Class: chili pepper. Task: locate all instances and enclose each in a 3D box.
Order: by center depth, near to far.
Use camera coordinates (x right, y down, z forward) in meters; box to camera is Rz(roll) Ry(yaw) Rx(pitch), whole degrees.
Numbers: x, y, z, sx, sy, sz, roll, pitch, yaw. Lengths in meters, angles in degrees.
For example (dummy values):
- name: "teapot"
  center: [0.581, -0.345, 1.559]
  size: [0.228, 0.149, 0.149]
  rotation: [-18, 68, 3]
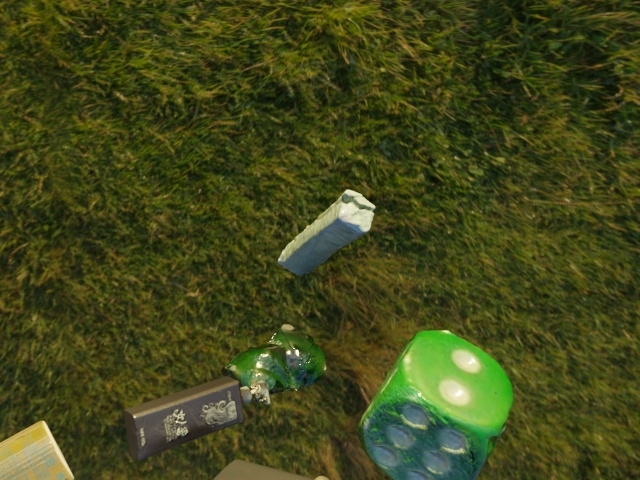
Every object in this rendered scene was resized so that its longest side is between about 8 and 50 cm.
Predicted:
- name: "chili pepper"
  center: [-0.088, 0.291, 1.547]
  size: [0.264, 0.148, 0.116]
  rotation: [-4, 115, -38]

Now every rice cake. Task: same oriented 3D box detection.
- name: "rice cake"
  center: [0.000, 0.000, 1.166]
  size: [0.066, 0.336, 0.063]
  rotation: [29, 64, -12]

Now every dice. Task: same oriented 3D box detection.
- name: "dice"
  center: [0.281, 0.422, 1.571]
  size: [0.287, 0.300, 0.297]
  rotation: [33, 127, 8]

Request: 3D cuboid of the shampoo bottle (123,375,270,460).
- name: "shampoo bottle"
  center: [-0.246, 0.352, 1.326]
  size: [0.309, 0.071, 0.098]
  rotation: [-12, 94, -38]

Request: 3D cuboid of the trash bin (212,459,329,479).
- name: "trash bin"
  center: [-0.086, 0.545, 1.207]
  size: [0.290, 0.209, 0.182]
  rotation: [6, 120, 31]

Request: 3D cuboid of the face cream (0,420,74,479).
- name: "face cream"
  center: [-0.616, 0.464, 1.170]
  size: [0.285, 0.067, 0.139]
  rotation: [-28, 69, -26]
